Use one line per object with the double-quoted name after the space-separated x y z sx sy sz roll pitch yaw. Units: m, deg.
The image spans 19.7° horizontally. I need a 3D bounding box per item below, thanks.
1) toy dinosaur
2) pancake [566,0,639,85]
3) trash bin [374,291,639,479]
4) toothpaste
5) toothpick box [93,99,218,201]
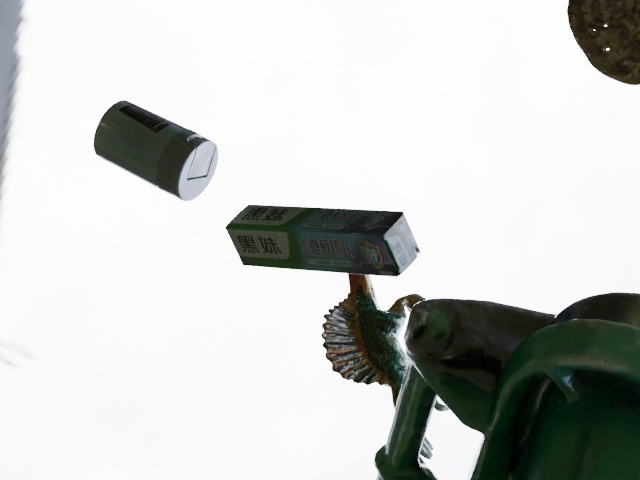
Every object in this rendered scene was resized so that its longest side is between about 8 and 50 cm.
0.035 0.069 1.319 0.044 0.106 0.187 -34 -92 39 "toy dinosaur"
0.208 -0.147 1.153 0.115 0.115 0.011 -35 -162 25 "pancake"
0.108 0.225 0.593 0.381 0.295 0.259 -63 170 -45 "trash bin"
0.000 0.000 0.703 0.083 0.020 0.017 3 -142 43 "toothpaste"
-0.125 -0.069 1.399 0.083 0.052 0.052 26 -92 24 "toothpick box"
